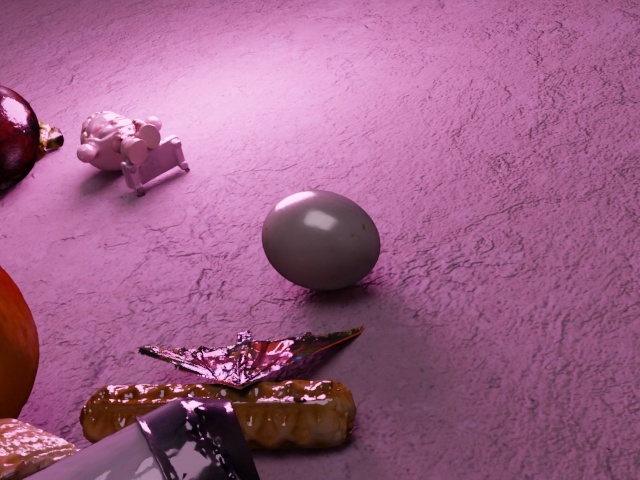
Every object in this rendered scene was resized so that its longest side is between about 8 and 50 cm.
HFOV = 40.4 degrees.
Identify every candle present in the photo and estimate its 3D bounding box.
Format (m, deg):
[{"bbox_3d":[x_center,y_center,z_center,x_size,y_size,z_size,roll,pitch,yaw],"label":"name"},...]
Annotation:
[{"bbox_3d":[-0.211,0.308,0.860,0.342,0.221,0.221,-24,34,-13],"label":"candle"}]

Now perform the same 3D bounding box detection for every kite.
[{"bbox_3d":[-0.095,0.151,1.164,0.321,0.016,0.234,-7,10,-1],"label":"kite"}]

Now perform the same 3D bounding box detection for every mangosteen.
[{"bbox_3d":[-0.669,-0.221,1.858,0.231,0.231,0.289,20,20,41],"label":"mangosteen"}]

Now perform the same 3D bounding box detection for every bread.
[{"bbox_3d":[-0.135,0.220,1.095,0.367,0.084,0.077,-3,-10,14],"label":"bread"},{"bbox_3d":[-0.349,0.293,0.959,0.169,0.160,0.140,5,2,41],"label":"bread"}]

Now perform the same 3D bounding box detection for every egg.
[{"bbox_3d":[0.000,0.000,1.302,0.192,0.149,0.149,18,44,34],"label":"egg"}]

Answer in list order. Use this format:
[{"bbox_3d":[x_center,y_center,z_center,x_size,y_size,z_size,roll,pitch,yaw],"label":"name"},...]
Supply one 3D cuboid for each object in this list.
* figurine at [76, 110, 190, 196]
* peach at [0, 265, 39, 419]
[{"bbox_3d":[-0.396,-0.195,1.777,0.256,0.144,0.182,28,72,43],"label":"figurine"},{"bbox_3d":[-0.532,0.157,1.079,0.289,0.373,0.372,8,39,35],"label":"peach"}]
